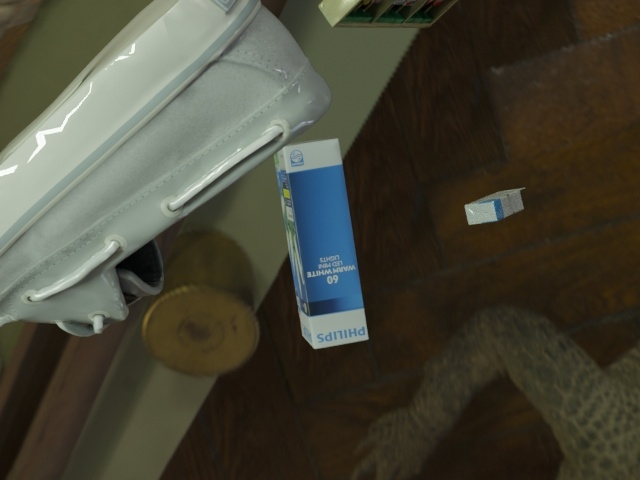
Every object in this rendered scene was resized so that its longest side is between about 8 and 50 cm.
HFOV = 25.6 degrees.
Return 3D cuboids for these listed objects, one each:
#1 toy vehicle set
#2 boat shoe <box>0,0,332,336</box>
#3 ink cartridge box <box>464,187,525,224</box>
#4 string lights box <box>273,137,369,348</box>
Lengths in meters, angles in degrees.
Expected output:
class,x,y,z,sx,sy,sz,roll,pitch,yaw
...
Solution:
class,x,y,z,sx,sy,sz,roll,pitch,yaw
toy vehicle set,0.127,-0.340,1.811,0.166,0.267,0.035,-42,75,29
boat shoe,-0.073,-0.004,0.425,0.063,0.066,0.184,43,109,-15
ink cartridge box,0.235,-0.046,1.871,0.048,0.083,0.028,-7,100,42
string lights box,0.000,0.000,1.829,0.077,0.133,0.259,-9,95,-7
